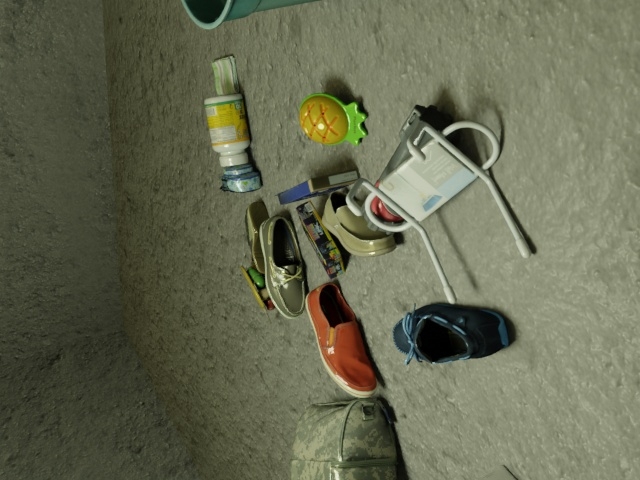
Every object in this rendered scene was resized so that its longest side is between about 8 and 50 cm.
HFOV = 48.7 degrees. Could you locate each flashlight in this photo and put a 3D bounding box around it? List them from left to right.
[{"bbox_3d":[0.183,-0.139,1.465,0.103,0.103,0.304,65,145,27],"label":"flashlight"}]

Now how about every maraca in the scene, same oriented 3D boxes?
[{"bbox_3d":[0.028,-0.283,1.665,0.185,0.099,0.127,15,127,30],"label":"maraca"}]

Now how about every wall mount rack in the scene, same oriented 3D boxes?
[{"bbox_3d":[0.228,-0.054,1.357,0.304,0.130,0.350,39,136,-9],"label":"wall mount rack"}]

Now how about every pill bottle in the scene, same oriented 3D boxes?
[{"bbox_3d":[-0.279,-0.335,2.151,0.117,0.117,0.208,10,111,59],"label":"pill bottle"}]

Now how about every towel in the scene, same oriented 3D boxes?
[{"bbox_3d":[-0.299,-0.510,2.202,0.152,0.023,0.113,13,114,58],"label":"towel"}]

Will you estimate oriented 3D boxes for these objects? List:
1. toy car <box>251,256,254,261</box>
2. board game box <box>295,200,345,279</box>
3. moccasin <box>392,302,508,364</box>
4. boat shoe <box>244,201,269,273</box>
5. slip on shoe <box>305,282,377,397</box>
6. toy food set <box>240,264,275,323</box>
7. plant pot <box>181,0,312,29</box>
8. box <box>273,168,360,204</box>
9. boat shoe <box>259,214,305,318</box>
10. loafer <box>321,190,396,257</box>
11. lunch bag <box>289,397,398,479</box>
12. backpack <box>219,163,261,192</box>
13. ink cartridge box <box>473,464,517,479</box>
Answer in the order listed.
[{"bbox_3d":[-0.192,0.020,2.268,0.040,0.060,0.122,35,-134,-65],"label":"toy car"},{"bbox_3d":[0.000,0.000,1.833,0.170,0.048,0.141,61,174,25],"label":"board game box"},{"bbox_3d":[0.240,0.193,1.488,0.342,0.117,0.138,-26,80,61],"label":"moccasin"},{"bbox_3d":[-0.188,-0.006,2.194,0.073,0.080,0.223,161,99,-67],"label":"boat shoe"},{"bbox_3d":[0.057,0.256,1.849,0.331,0.123,0.101,66,146,26],"label":"slip on shoe"},{"bbox_3d":[-0.181,0.157,2.275,0.218,0.071,0.128,57,171,32],"label":"toy food set"},{"bbox_3d":[-0.106,-0.632,1.485,0.341,0.334,0.341,32,130,50],"label":"plant pot"},{"bbox_3d":[-0.015,-0.129,1.765,0.225,0.136,0.036,-13,92,62],"label":"box"},{"bbox_3d":[-0.103,0.076,2.045,0.091,0.109,0.305,-27,76,66],"label":"boat shoe"},{"bbox_3d":[0.081,-0.042,1.673,0.268,0.102,0.092,34,138,51],"label":"loafer"},{"bbox_3d":[0.060,0.553,1.881,0.305,0.212,0.256,-26,63,58],"label":"lunch bag"},{"bbox_3d":[-0.242,-0.190,2.168,0.114,0.105,0.084,19,120,50],"label":"backpack"},{"bbox_3d":[0.378,0.554,1.442,0.143,0.090,0.092,45,140,40],"label":"ink cartridge box"}]
